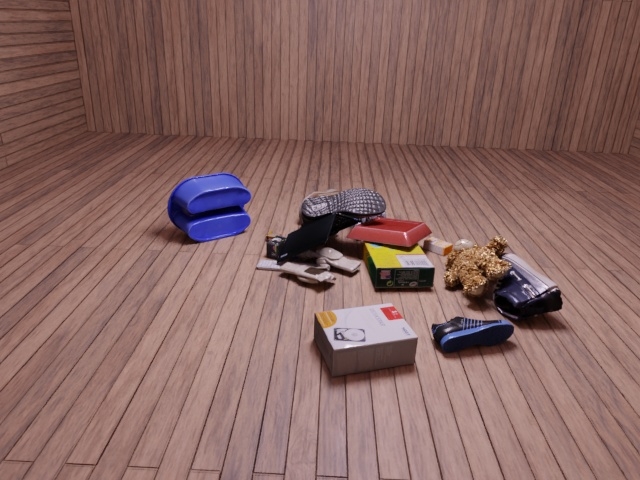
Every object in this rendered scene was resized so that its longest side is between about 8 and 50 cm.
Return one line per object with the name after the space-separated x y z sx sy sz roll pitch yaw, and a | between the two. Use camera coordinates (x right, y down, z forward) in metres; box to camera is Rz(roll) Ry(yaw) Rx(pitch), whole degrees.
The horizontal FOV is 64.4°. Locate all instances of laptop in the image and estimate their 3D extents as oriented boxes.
0.000 0.000 1.878 0.234 0.137 0.264 -22 -21 33 | laptop

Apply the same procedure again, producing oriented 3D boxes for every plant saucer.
0.266 -0.041 1.940 0.258 0.048 0.259 8 17 29 | plant saucer

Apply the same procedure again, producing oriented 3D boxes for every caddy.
-0.440 -0.141 2.055 0.341 0.242 0.179 -13 32 -33 | caddy

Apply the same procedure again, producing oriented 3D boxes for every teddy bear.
0.519 0.074 1.718 0.113 0.245 0.338 45 29 -10 | teddy bear

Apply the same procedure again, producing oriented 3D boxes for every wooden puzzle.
-0.054 0.058 1.912 0.116 0.014 0.078 -10 22 -26 | wooden puzzle

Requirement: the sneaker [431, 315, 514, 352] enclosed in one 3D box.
0.426 0.248 1.430 0.232 0.082 0.090 -6 32 -15 | sneaker

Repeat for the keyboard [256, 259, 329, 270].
-0.098 0.093 1.827 0.255 0.014 0.072 4 24 4 | keyboard

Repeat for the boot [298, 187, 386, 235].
0.080 -0.098 2.012 0.337 0.223 0.118 -2 64 -4 | boot

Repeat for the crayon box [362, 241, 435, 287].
0.268 0.068 1.823 0.202 0.081 0.319 0 21 -4 | crayon box

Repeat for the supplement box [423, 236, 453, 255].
0.464 0.022 2.008 0.062 0.036 0.098 -19 31 -40 | supplement box

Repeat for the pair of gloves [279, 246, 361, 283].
0.004 0.083 1.788 0.204 0.042 0.240 20 29 36 | pair of gloves

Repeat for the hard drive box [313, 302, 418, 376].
0.115 0.261 1.366 0.231 0.089 0.181 -5 25 -17 | hard drive box

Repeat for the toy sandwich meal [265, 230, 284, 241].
-0.185 -0.017 2.049 0.085 0.029 0.086 2 24 -1 | toy sandwich meal

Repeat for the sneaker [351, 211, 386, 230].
0.206 -0.095 2.170 0.152 0.102 0.269 1 21 3 | sneaker

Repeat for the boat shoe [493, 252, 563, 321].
0.606 0.144 1.644 0.158 0.127 0.340 -17 19 -9 | boat shoe

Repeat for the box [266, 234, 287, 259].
-0.162 0.026 1.912 0.052 0.062 0.083 12 25 22 | box

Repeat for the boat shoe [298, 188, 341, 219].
0.027 -0.159 2.287 0.116 0.123 0.324 20 31 30 | boat shoe
